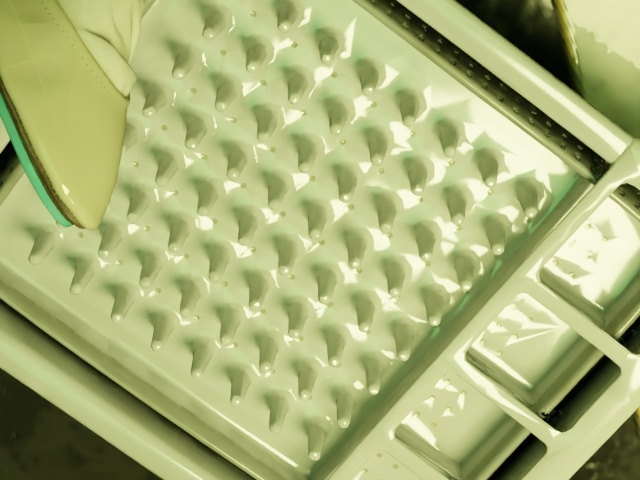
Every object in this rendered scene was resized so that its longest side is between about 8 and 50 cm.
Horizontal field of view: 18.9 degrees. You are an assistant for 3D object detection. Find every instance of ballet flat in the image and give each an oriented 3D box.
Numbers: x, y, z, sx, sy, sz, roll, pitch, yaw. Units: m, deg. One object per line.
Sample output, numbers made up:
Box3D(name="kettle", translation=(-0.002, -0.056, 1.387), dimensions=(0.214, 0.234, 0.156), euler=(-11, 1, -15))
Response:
Box3D(name="ballet flat", translation=(-0.124, -0.125, 0.826), dimensions=(0.086, 0.086, 0.248), euler=(-32, 71, 15))

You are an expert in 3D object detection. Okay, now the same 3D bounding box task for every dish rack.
Box3D(name="dish rack", translation=(0.000, 0.000, 0.933), dimensions=(0.333, 0.072, 0.285), euler=(36, 111, -12))
